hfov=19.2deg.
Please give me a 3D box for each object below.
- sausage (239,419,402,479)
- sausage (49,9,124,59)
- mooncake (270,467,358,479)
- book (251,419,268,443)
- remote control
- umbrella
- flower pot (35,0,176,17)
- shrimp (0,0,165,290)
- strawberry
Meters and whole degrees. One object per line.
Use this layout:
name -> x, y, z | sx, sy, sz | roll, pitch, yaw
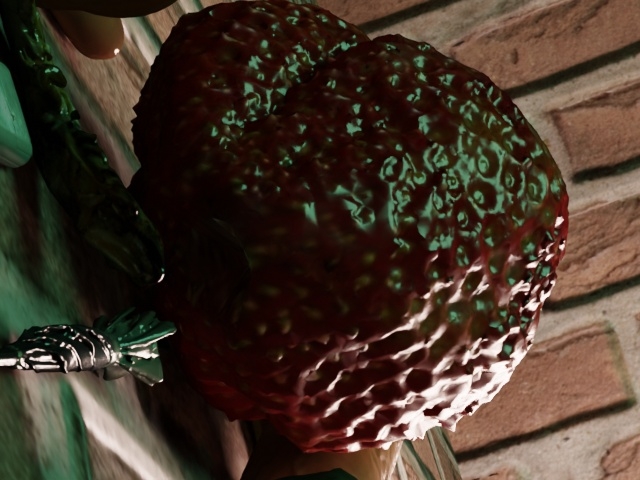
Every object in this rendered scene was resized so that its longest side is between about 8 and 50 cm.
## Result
sausage -> 0.010, 0.120, 1.201 | 0.289, 0.086, 0.086 | -63, 135, -67
sausage -> -0.137, -0.136, 1.070 | 0.083, 0.034, 0.034 | 62, 11, -52
mooncake -> -0.010, 0.193, 0.879 | 0.168, 0.104, 0.175 | -101, 173, -55
book -> 0.006, 0.232, 1.269 | 0.161, 0.026, 0.230 | 60, 12, -57
remote control -> -0.149, -0.063, 0.807 | 0.124, 0.018, 0.053 | 42, 29, -82
umbrella -> -0.096, 0.051, 0.847 | 0.044, 0.044, 0.269 | 44, 6, 5
flower pot -> -0.113, -0.217, 0.960 | 0.190, 0.191, 0.173 | 61, 25, -59
shrimp -> -0.116, -0.075, 0.850 | 0.195, 0.035, 0.147 | -124, -157, -43
strawberry -> 0.000, 0.000, 1.031 | 0.288, 0.250, 0.238 | -26, 132, -72
